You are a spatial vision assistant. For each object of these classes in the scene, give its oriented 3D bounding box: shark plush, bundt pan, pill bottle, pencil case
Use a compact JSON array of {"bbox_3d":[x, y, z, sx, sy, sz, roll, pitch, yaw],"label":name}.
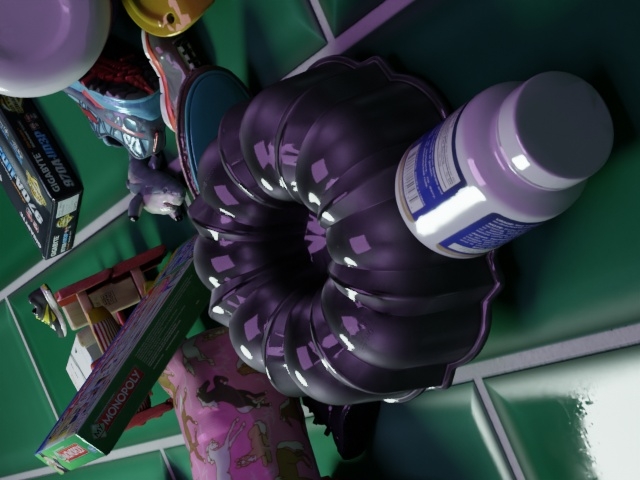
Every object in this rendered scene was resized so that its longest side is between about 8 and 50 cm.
[{"bbox_3d":[-0.206,-0.086,1.976,0.161,0.073,0.067,-110,37,-47],"label":"shark plush"},{"bbox_3d":[0.000,0.000,1.420,0.331,0.124,0.330,14,110,44],"label":"bundt pan"},{"bbox_3d":[0.143,-0.060,1.220,0.112,0.112,0.187,65,154,4],"label":"pill bottle"},{"bbox_3d":[-0.074,0.282,1.765,0.160,0.167,0.386,35,-146,-57],"label":"pencil case"},{"bbox_3d":[-0.321,-0.269,1.783,0.323,0.182,0.181,-110,4,-77],"label":"pill bottle"}]

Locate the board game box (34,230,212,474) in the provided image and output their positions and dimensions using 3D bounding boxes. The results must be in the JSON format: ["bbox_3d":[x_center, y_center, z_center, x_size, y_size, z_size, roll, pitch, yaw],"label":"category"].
[{"bbox_3d":[-0.203,0.119,1.822,0.046,0.317,0.213,37,156,-11],"label":"board game box"}]

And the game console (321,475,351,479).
[{"bbox_3d":[0.108,0.449,1.762,0.342,0.060,0.386,-8,103,64],"label":"game console"}]

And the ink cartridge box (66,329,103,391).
[{"bbox_3d":[-0.335,0.208,2.416,0.104,0.060,0.180,58,153,17],"label":"ink cartridge box"}]

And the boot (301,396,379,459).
[{"bbox_3d":[0.019,0.173,1.732,0.099,0.045,0.121,56,151,35],"label":"boot"}]

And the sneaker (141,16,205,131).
[{"bbox_3d":[-0.149,-0.197,1.758,0.065,0.061,0.157,0,114,34],"label":"sneaker"}]

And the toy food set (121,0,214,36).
[{"bbox_3d":[-0.171,-0.323,1.678,0.128,0.071,0.217,-33,82,40],"label":"toy food set"}]

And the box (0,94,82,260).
[{"bbox_3d":[-0.434,-0.106,2.363,0.220,0.051,0.175,57,153,19],"label":"box"}]

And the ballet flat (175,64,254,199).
[{"bbox_3d":[-0.085,-0.033,1.697,0.316,0.108,0.106,71,164,-5],"label":"ballet flat"}]

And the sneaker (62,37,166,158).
[{"bbox_3d":[-0.273,-0.172,1.943,0.262,0.104,0.125,35,143,50],"label":"sneaker"}]

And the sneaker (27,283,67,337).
[{"bbox_3d":[-0.360,0.095,2.076,0.031,0.035,0.083,-127,15,-60],"label":"sneaker"}]

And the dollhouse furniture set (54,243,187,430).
[{"bbox_3d":[-0.245,0.136,2.136,0.374,0.152,0.201,146,100,-82],"label":"dollhouse furniture set"}]
